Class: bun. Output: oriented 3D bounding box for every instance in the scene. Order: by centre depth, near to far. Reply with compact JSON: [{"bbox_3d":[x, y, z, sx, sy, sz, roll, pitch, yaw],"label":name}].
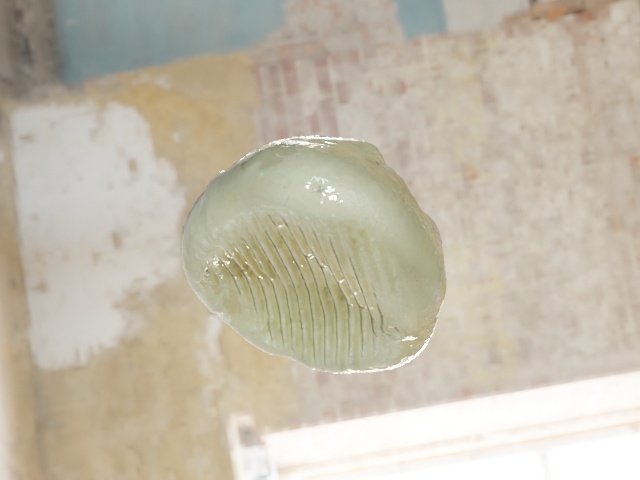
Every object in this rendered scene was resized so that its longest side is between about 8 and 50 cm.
[{"bbox_3d":[0.000,0.000,1.182,0.231,0.231,0.133,81,23,-48],"label":"bun"}]
